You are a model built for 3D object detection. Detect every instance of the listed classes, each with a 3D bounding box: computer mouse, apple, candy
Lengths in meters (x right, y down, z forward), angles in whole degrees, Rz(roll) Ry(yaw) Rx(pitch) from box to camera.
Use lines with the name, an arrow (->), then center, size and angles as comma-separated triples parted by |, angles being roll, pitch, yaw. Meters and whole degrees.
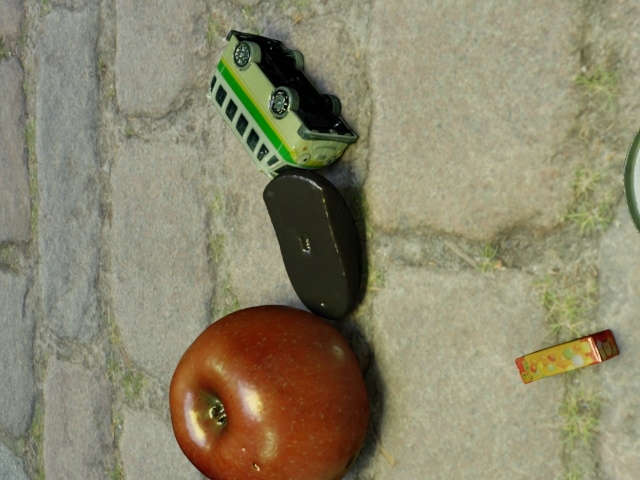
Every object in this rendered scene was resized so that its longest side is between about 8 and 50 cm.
computer mouse -> 0.000, 0.000, 1.318 | 0.137, 0.086, 0.270 | -6, 109, 35
apple -> -0.087, 0.275, 1.307 | 0.348, 0.277, 0.349 | 4, 95, 43
candy -> 0.331, 0.157, 1.049 | 0.122, 0.062, 0.038 | -28, 75, 41

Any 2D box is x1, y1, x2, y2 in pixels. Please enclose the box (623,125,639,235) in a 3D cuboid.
box -> 0.467, -0.067, 0.846 | 0.226, 0.149, 0.226 | 3, 95, 43

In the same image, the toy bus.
toy bus -> -0.078, -0.225, 1.365 | 0.165, 0.133, 0.276 | -53, 57, 31
